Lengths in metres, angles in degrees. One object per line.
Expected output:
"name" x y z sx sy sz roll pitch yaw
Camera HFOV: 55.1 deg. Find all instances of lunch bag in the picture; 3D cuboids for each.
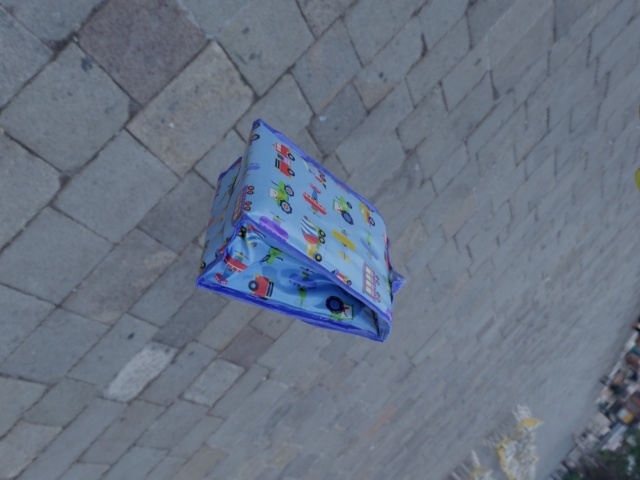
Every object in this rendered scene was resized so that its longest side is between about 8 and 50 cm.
"lunch bag" 0.000 0.000 0.855 0.293 0.221 0.138 26 128 -21

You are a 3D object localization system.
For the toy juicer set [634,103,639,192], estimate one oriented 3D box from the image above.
"toy juicer set" 0.431 -0.051 0.584 0.089 0.329 0.209 -25 129 4
